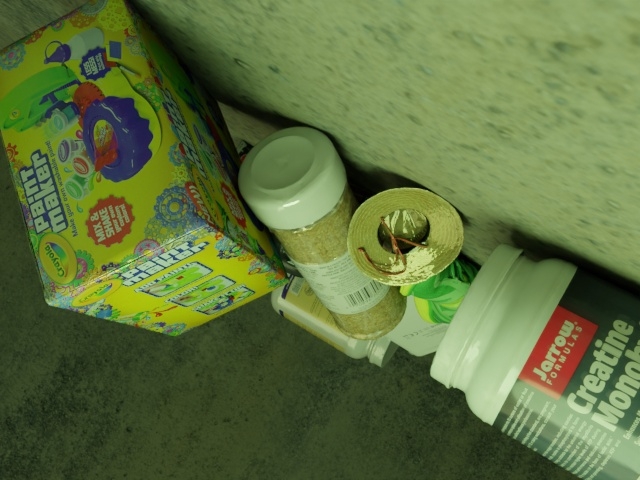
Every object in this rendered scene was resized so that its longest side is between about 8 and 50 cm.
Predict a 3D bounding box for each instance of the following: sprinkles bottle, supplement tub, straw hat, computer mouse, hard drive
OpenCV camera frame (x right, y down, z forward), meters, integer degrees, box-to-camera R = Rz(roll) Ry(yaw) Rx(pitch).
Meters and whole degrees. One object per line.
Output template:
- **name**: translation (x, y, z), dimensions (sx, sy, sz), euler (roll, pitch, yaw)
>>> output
- **sprinkles bottle**: translation (0.017, 0.008, 0.899), dimensions (0.121, 0.121, 0.355), euler (27, 161, 35)
- **supplement tub**: translation (0.272, 0.136, 0.690), dimensions (0.272, 0.191, 0.191), euler (28, 174, 20)
- **supplement tub**: translation (0.066, 0.157, 1.753), dimensions (0.331, 0.241, 0.241), euler (29, 174, 17)
- **straw hat**: translation (0.100, -0.018, 0.820), dimensions (0.145, 0.144, 0.061), euler (32, -147, -14)
- **computer mouse**: translation (-0.021, 0.066, 1.475), dimensions (0.262, 0.060, 0.184), euler (31, 175, -9)
- **hard drive**: translation (0.177, 0.120, 1.244), dimensions (0.203, 0.040, 0.308), euler (-26, 137, 30)

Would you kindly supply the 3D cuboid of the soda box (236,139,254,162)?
- **soda box**: translation (-0.138, -0.107, 1.187), dimensions (0.053, 0.060, 0.169), euler (31, 158, -2)

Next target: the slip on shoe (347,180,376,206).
- **slip on shoe**: translation (0.018, -0.070, 0.953), dimensions (0.136, 0.051, 0.041), euler (23, 168, 3)

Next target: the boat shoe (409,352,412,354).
- **boat shoe**: translation (0.226, 0.173, 1.462), dimensions (0.367, 0.156, 0.136), euler (31, 175, -3)

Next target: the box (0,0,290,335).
- **box**: translation (-0.199, -0.067, 0.783), dimensions (0.289, 0.177, 0.279), euler (67, -173, 18)

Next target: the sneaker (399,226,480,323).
- **sneaker**: translation (0.190, 0.053, 0.992), dimensions (0.124, 0.109, 0.295), euler (4, 163, 21)
